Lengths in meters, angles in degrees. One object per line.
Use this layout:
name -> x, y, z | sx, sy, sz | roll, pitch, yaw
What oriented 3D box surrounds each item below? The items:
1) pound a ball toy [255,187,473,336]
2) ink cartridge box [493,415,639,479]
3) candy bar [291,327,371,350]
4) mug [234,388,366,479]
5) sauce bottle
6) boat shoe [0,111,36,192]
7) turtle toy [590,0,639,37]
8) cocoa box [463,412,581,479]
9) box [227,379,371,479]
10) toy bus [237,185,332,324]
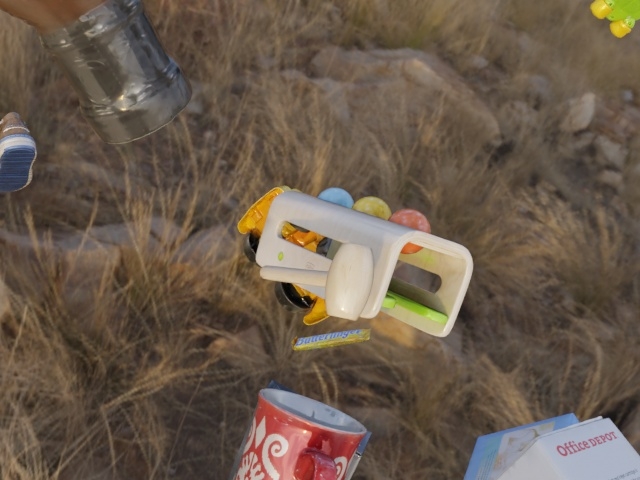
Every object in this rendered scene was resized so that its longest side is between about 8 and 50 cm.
pound a ball toy -> 0.030, 0.006, 0.925 | 0.208, 0.136, 0.319 | 18, 2, -34
ink cartridge box -> 0.395, 0.396, 1.051 | 0.201, 0.117, 0.278 | 1, 45, -43
candy bar -> 0.020, 0.193, 1.513 | 0.161, 0.018, 0.040 | -9, 24, 11
mug -> -0.040, 0.244, 0.746 | 0.113, 0.169, 0.150 | 20, 0, 13
sauce bottle -> -0.174, -0.209, 0.410 | 0.111, 0.344, 0.111 | -16, 38, 13
boat shoe -> -0.448, -0.124, 1.121 | 0.066, 0.183, 0.066 | -2, 72, -36
turtle toy -> 0.377, -0.322, 0.968 | 0.130, 0.095, 0.066 | 24, 41, -37
cocoa box -> 0.396, 0.531, 1.421 | 0.228, 0.231, 0.347 | 53, 38, -12
box -> -0.041, 0.361, 1.268 | 0.183, 0.233, 0.059 | 27, 34, 7
toy bus -> 0.000, 0.000, 1.338 | 0.220, 0.149, 0.211 | 52, 38, 3
